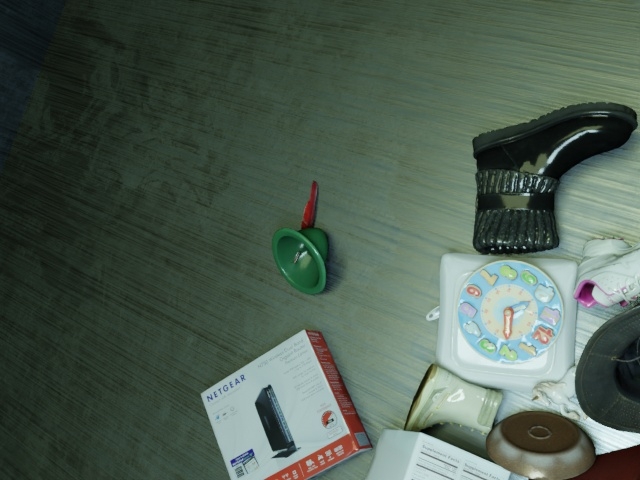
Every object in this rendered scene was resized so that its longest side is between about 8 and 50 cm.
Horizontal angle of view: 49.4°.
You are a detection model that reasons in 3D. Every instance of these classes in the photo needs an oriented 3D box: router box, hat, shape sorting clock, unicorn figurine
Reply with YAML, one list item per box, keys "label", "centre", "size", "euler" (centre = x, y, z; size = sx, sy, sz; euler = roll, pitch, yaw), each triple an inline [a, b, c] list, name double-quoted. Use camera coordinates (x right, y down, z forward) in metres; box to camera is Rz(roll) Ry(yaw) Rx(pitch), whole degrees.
- label: "router box"
  centre: [-0.090, 0.420, 1.628]
  size: [0.335, 0.082, 0.301]
  euler: [-34, 66, 19]
- label: "hat"
  centre: [0.000, 0.000, 1.700]
  size: [0.173, 0.183, 0.208]
  euler: [19, 131, 37]
- label: "hat"
  centre: [0.603, 0.198, 1.243]
  size: [0.331, 0.331, 0.134]
  euler: [-27, 27, 22]
- label: "shape sorting clock"
  centre: [0.370, 0.141, 1.368]
  size: [0.206, 0.040, 0.206]
  euler: [-1, 85, 17]
- label: "unicorn figurine"
  centre: [0.475, 0.291, 1.334]
  size: [0.111, 0.060, 0.162]
  euler: [44, 68, 5]

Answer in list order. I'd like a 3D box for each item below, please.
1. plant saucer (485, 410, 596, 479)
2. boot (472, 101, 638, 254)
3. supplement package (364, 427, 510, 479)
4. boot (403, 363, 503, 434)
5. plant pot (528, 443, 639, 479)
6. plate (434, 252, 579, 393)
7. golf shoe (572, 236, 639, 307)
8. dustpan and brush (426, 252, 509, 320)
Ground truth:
- label: "plant saucer"
  centre: [0.410, 0.372, 1.302]
  size: [0.199, 0.199, 0.036]
  euler: [6, 112, 30]
- label: "boot"
  centre: [0.468, -0.112, 1.401]
  size: [0.348, 0.131, 0.260]
  euler: [-14, 66, 37]
- label: "supplement package"
  centre: [0.192, 0.517, 1.310]
  size: [0.198, 0.199, 0.262]
  euler: [25, 72, -9]
- label: "boot"
  centre: [0.269, 0.364, 1.439]
  size: [0.165, 0.077, 0.213]
  euler: [20, 124, 5]
- label: "plant pot"
  centre: [0.505, 0.516, 1.195]
  size: [0.267, 0.236, 0.267]
  euler: [-23, 70, 22]
- label: "plate"
  centre: [0.373, 0.168, 1.411]
  size: [0.278, 0.045, 0.277]
  euler: [3, 86, 18]
- label: "golf shoe"
  centre: [0.571, 0.064, 1.237]
  size: [0.115, 0.306, 0.140]
  euler: [35, 76, -10]
- label: "dustpan and brush"
  centre: [0.322, 0.117, 1.477]
  size: [0.211, 0.060, 0.147]
  euler: [-34, 66, 19]
